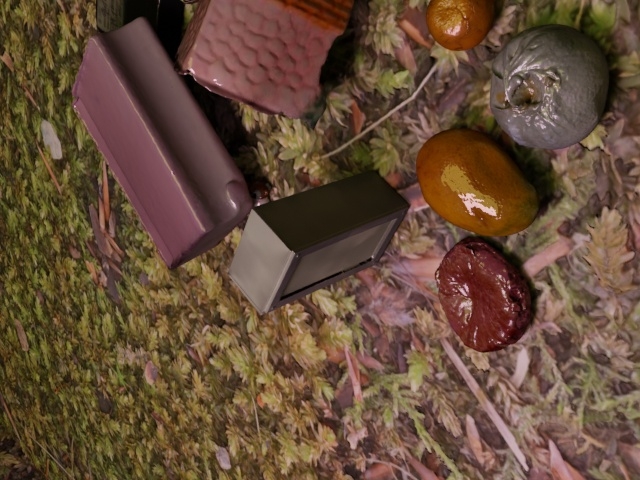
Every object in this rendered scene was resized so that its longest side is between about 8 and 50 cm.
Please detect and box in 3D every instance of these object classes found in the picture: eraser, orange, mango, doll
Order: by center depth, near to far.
[{"bbox_3d":[0.162,-0.259,0.930,0.083,0.070,0.083,6,99,40],"label":"orange"},{"bbox_3d":[0.186,-0.065,0.976,0.165,0.089,0.115,50,127,18],"label":"mango"},{"bbox_3d":[-0.115,-0.079,1.343,0.085,0.040,0.058,32,138,35],"label":"doll"},{"bbox_3d":[-0.275,-0.151,1.372,0.359,0.122,0.272,58,150,3],"label":"eraser"}]

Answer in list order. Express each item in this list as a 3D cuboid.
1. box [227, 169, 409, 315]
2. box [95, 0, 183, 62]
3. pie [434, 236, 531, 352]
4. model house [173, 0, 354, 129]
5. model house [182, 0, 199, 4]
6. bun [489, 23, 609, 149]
[{"bbox_3d":[0.000,0.000,1.100,0.086,0.225,0.129,47,136,23],"label":"box"},{"bbox_3d":[-0.307,-0.490,1.370,0.211,0.058,0.350,37,131,34],"label":"box"},{"bbox_3d":[0.206,0.073,1.045,0.153,0.038,0.154,22,120,44],"label":"pie"},{"bbox_3d":[-0.066,-0.308,1.094,0.237,0.202,0.237,-118,50,-70],"label":"model house"},{"bbox_3d":[-0.198,-0.414,1.289,0.058,0.057,0.083,30,111,4],"label":"model house"},{"bbox_3d":[0.238,-0.163,0.875,0.140,0.083,0.141,25,126,40],"label":"bun"}]
